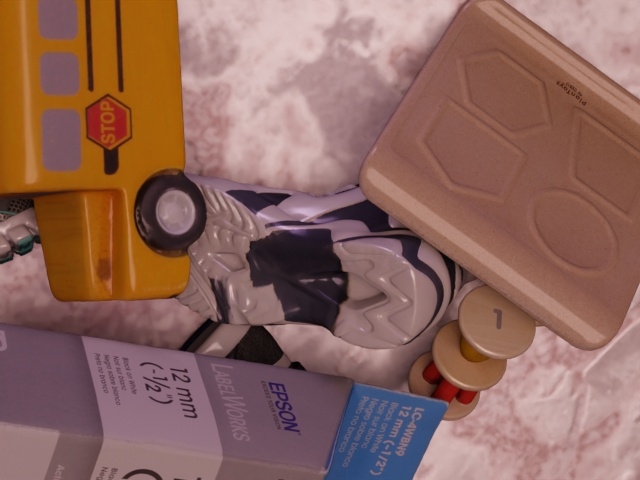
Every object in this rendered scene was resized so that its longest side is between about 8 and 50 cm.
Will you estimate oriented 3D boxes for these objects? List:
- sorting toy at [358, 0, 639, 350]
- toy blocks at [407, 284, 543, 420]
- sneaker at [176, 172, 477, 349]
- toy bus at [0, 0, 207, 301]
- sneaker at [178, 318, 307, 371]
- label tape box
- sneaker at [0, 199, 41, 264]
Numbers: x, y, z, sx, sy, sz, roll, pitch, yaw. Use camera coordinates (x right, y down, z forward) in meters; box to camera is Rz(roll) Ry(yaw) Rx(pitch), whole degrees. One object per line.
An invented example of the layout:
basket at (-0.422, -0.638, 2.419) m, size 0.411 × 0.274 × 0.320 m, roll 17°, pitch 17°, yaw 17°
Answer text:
sorting toy at (0.137, -0.046, 1.283) m, size 0.193 × 0.038 × 0.208 m, roll 35°, pitch 49°, yaw -3°
toy blocks at (0.114, 0.065, 1.324) m, size 0.054 × 0.148 × 0.123 m, roll 42°, pitch 58°, yaw 7°
sneaker at (0.000, 0.000, 1.309) m, size 0.235 × 0.153 × 0.094 m, roll 9°, pitch 105°, yaw 30°
toy bus at (-0.158, -0.127, 1.226) m, size 0.130 × 0.108 × 0.333 m, roll -3°, pitch 90°, yaw -33°
sneaker at (-0.089, 0.159, 1.317) m, size 0.121 × 0.079 × 0.217 m, roll 44°, pitch 90°, yaw -10°
label tape box at (-0.103, 0.200, 1.235) m, size 0.347 × 0.115 × 0.249 m, roll 12°, pitch 119°, yaw -21°
sneaker at (-0.265, -0.005, 1.291) m, size 0.166 × 0.065 × 0.076 m, roll -21°, pitch 84°, yaw -8°
